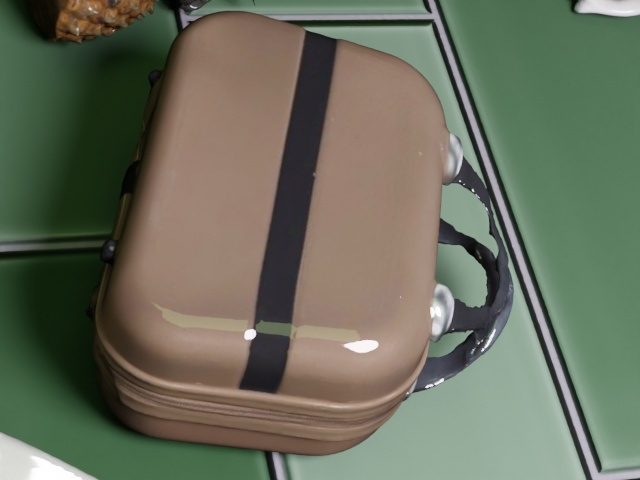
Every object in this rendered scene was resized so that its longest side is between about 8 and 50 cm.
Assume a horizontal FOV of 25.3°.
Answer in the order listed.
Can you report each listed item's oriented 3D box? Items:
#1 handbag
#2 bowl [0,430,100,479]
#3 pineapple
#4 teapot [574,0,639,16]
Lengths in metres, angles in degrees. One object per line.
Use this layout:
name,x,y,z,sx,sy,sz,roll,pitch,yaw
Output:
handbag,0.000,0.000,0.979,0.283,0.149,0.301,14,50,-6
bowl,-0.149,0.211,0.737,0.277,0.277,0.145,28,88,7
pineapple,-0.101,-0.235,1.148,0.277,0.119,0.130,-22,43,-29
teapot,0.371,-0.248,1.268,0.300,0.165,0.208,2,36,-1
